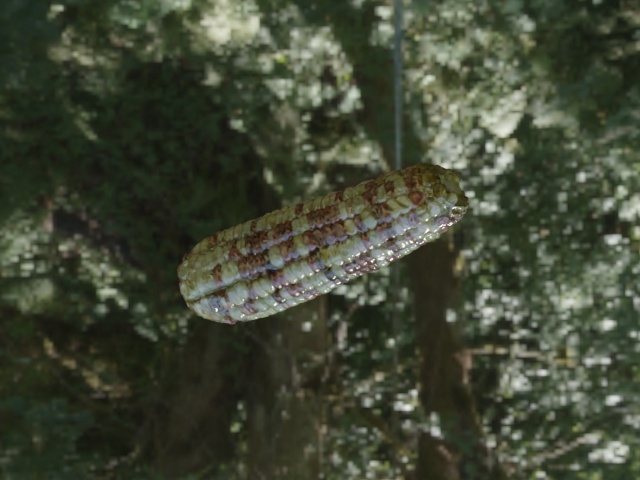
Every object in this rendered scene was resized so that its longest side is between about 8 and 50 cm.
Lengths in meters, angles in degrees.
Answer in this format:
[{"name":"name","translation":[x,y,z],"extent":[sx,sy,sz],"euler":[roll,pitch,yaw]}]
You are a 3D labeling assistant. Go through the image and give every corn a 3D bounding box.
[{"name":"corn","translation":[0.000,0.000,0.896],"extent":[0.237,0.080,0.079],"euler":[-24,167,22]}]
